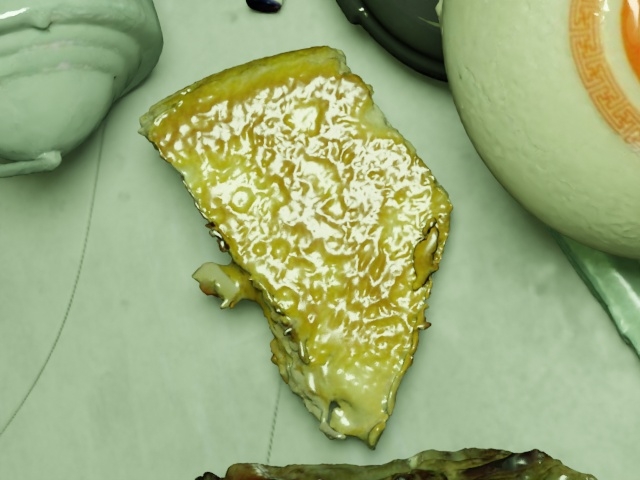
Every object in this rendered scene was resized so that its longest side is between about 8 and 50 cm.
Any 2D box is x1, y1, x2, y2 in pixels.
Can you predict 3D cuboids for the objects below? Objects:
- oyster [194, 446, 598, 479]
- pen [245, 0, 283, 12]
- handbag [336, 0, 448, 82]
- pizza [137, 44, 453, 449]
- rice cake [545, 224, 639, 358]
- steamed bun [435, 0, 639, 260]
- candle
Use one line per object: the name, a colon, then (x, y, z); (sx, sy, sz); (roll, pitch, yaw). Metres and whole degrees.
oyster: (0.047, 0.258, 0.685); (0.361, 0.096, 0.221); (-8, 87, 17)
pen: (-0.012, -0.310, 0.809); (0.033, 0.033, 0.269); (13, 87, 17)
handbag: (0.112, -0.253, 0.734); (0.254, 0.093, 0.308); (-30, 76, 12)
pizza: (0.000, 0.000, 0.743); (0.189, 0.071, 0.297); (-29, 79, -2)
rice cake: (0.239, -0.029, 0.695); (0.189, 0.037, 0.198); (-26, 76, 10)
steamed bun: (0.211, -0.123, 0.568); (0.283, 0.177, 0.283); (0, 98, -1)
candle: (-0.242, -0.197, 0.765); (0.221, 0.221, 0.342); (-21, 81, 12)
